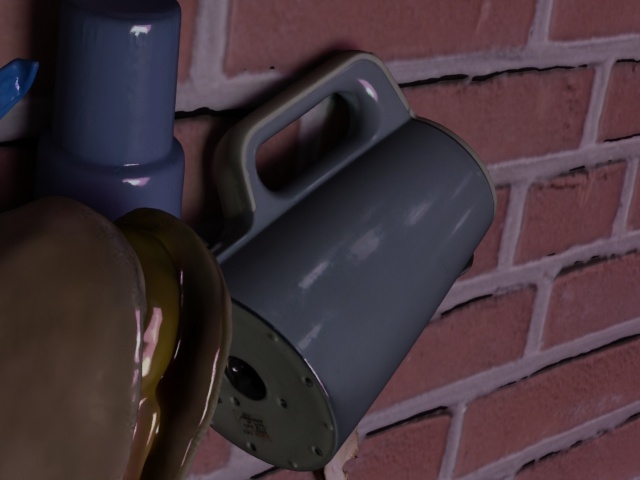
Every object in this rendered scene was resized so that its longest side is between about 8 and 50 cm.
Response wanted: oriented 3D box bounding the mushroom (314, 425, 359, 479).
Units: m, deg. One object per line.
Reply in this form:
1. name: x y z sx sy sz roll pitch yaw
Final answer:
1. mushroom: 0.012 0.165 1.282 0.049 0.019 0.101 -29 132 -37

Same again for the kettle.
1. kettle: 0.000 0.000 1.101 0.243 0.160 0.210 -47 111 -33

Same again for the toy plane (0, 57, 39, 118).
1. toy plane: -0.256 -0.035 0.778 0.254 0.105 0.271 -4 114 -48

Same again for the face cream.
1. face cream: -0.136 0.032 0.982 0.135 0.086 0.385 -13 124 -35

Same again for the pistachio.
1. pistachio: -0.167 0.102 0.868 0.166 0.197 0.288 -4 142 -52
